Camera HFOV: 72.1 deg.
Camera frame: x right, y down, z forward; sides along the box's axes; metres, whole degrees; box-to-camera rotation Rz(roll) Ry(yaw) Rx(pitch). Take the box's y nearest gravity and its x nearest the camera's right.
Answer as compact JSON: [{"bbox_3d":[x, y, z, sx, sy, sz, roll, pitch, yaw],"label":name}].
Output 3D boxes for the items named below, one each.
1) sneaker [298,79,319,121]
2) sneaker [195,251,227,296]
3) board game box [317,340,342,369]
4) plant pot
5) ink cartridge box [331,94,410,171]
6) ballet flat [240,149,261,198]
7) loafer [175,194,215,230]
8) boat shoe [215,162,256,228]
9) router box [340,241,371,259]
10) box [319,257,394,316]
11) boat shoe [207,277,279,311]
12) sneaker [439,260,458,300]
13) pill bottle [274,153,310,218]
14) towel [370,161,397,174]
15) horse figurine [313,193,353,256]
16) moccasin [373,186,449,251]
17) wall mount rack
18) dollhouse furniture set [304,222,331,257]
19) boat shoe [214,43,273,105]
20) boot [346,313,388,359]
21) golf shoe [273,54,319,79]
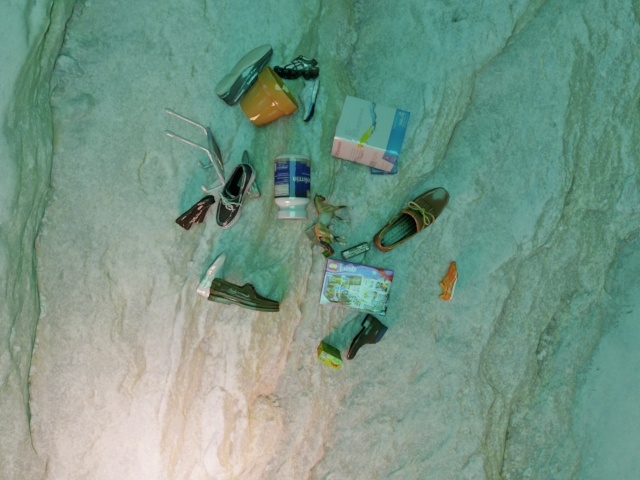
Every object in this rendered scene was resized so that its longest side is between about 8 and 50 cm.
[{"bbox_3d":[-0.060,-0.605,1.902,0.083,0.071,0.190,11,81,5],"label":"sneaker"},{"bbox_3d":[-0.443,0.149,1.889,0.094,0.080,0.212,31,96,-13],"label":"sneaker"},{"bbox_3d":[0.036,0.478,1.838,0.092,0.181,0.043,29,89,-1],"label":"board game box"},{"bbox_3d":[-0.226,-0.583,1.838,0.188,0.205,0.205,-34,91,14],"label":"plant pot"},{"bbox_3d":[0.200,-0.437,1.821,0.270,0.198,0.197,16,80,0],"label":"ink cartridge box"},{"bbox_3d":[-0.314,-0.280,1.885,0.068,0.072,0.213,-18,92,-7],"label":"ballet flat"},{"bbox_3d":[-0.515,-0.116,1.862,0.220,0.080,0.078,-31,105,27],"label":"loafer"},{"bbox_3d":[-0.370,-0.181,1.836,0.113,0.105,0.306,37,107,10],"label":"boat shoe"},{"bbox_3d":[0.149,0.044,1.887,0.123,0.092,0.038,-23,90,-1],"label":"router box"},{"bbox_3d":[0.156,0.201,1.904,0.294,0.057,0.200,12,90,-1],"label":"box"},{"bbox_3d":[-0.313,0.231,1.853,0.308,0.111,0.104,14,84,-15],"label":"boat shoe"},{"bbox_3d":[0.557,0.173,1.913,0.068,0.064,0.174,13,87,9],"label":"sneaker"},{"bbox_3d":[-0.118,-0.222,1.851,0.153,0.153,0.264,0,91,-1],"label":"pill bottle"},{"bbox_3d":[0.277,-0.321,1.922,0.120,0.029,0.067,-1,88,-3],"label":"towel"},{"bbox_3d":[0.038,-0.071,1.864,0.175,0.066,0.263,15,69,-7],"label":"horse figurine"},{"bbox_3d":[0.389,-0.093,1.866,0.380,0.147,0.139,-32,91,-1],"label":"moccasin"},{"bbox_3d":[-0.485,-0.369,1.740,0.131,0.350,0.304,-22,132,-2],"label":"wall mount rack"},{"bbox_3d":[0.000,0.000,1.918,0.076,0.058,0.151,-34,71,6],"label":"dollhouse furniture set"},{"bbox_3d":[-0.314,-0.713,1.892,0.319,0.116,0.099,-47,134,-8],"label":"boat shoe"},{"bbox_3d":[0.201,0.434,1.893,0.106,0.082,0.219,29,87,1],"label":"boot"},{"bbox_3d":[-0.104,-0.750,1.899,0.198,0.077,0.093,1,79,-8],"label":"golf shoe"}]
